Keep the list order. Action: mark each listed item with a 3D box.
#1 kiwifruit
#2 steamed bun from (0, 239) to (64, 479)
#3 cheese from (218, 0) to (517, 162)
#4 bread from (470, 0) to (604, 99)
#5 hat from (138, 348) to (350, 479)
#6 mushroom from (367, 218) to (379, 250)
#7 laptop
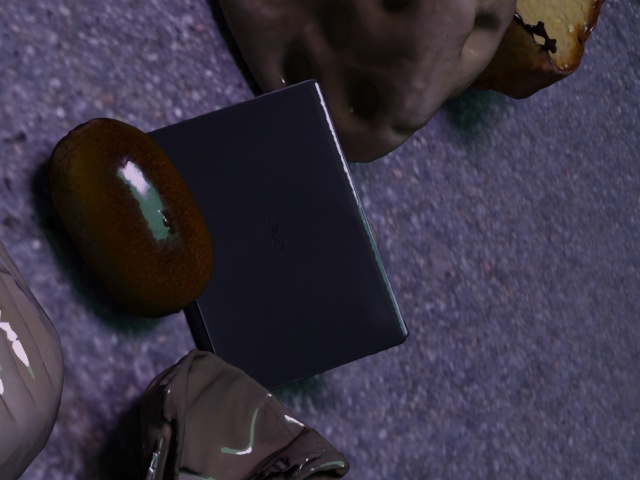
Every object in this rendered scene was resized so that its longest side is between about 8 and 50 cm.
[{"bbox_3d":[-0.108,-0.012,0.701,0.075,0.075,0.124,-39,108,-49],"label":"kiwifruit"},{"bbox_3d":[-0.289,0.035,0.338,0.342,0.255,0.367,52,16,-6],"label":"steamed bun"},{"bbox_3d":[0.034,-0.173,0.828,0.117,0.218,0.235,-27,117,-45],"label":"cheese"},{"bbox_3d":[0.160,-0.210,1.041,0.129,0.134,0.260,43,40,-14],"label":"bread"},{"bbox_3d":[-0.081,0.148,0.677,0.147,0.085,0.175,38,72,-38],"label":"hat"},{"bbox_3d":[0.000,0.000,0.818,0.084,0.067,0.083,38,12,-10],"label":"mushroom"},{"bbox_3d":[-0.032,0.000,0.762,0.129,0.016,0.180,-19,90,-7],"label":"laptop"}]
